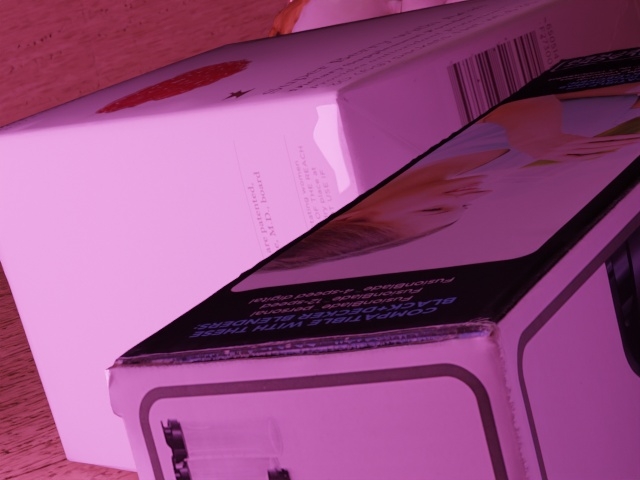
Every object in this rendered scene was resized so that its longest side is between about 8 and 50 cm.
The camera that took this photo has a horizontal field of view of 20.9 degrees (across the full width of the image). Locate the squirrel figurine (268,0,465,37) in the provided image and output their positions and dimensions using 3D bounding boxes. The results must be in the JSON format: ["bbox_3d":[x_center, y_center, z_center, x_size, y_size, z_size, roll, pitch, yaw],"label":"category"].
[{"bbox_3d":[0.168,-0.142,1.179,0.397,0.281,0.370,-7,-6,-33],"label":"squirrel figurine"}]

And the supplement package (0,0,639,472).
[{"bbox_3d":[0.000,0.000,0.783,0.177,0.175,0.293,-26,15,-36],"label":"supplement package"}]

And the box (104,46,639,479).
[{"bbox_3d":[0.074,0.055,0.457,0.087,0.169,0.290,-7,13,29],"label":"box"}]
